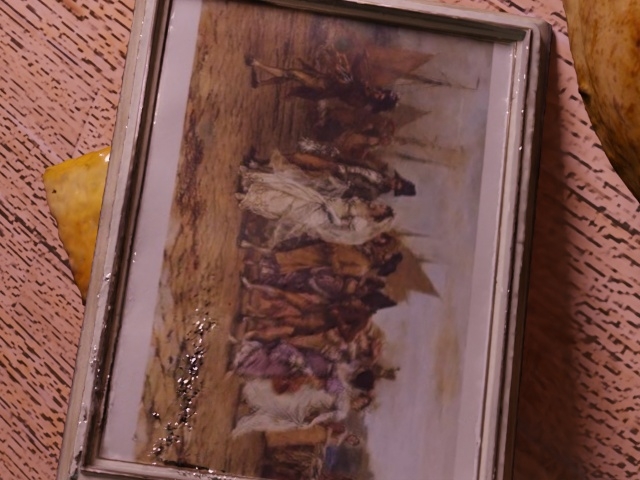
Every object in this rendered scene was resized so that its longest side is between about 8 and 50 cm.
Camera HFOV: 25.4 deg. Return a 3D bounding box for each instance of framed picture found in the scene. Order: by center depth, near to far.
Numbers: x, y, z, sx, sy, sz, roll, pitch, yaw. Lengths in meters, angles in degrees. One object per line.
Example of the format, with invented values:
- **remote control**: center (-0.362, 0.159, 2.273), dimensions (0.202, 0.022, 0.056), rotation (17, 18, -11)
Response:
- **framed picture**: center (0.000, 0.000, 0.677), dimensions (0.217, 0.017, 0.274), rotation (7, 75, -6)

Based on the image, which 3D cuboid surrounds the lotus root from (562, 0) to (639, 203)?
- **lotus root**: center (0.159, -0.113, 0.638), dimensions (0.110, 0.097, 0.258), rotation (-19, 80, 40)

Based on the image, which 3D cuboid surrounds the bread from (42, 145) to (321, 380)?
- **bread**: center (-0.024, 0.042, 0.757), dimensions (0.147, 0.160, 0.260), rotation (-29, 72, 29)
